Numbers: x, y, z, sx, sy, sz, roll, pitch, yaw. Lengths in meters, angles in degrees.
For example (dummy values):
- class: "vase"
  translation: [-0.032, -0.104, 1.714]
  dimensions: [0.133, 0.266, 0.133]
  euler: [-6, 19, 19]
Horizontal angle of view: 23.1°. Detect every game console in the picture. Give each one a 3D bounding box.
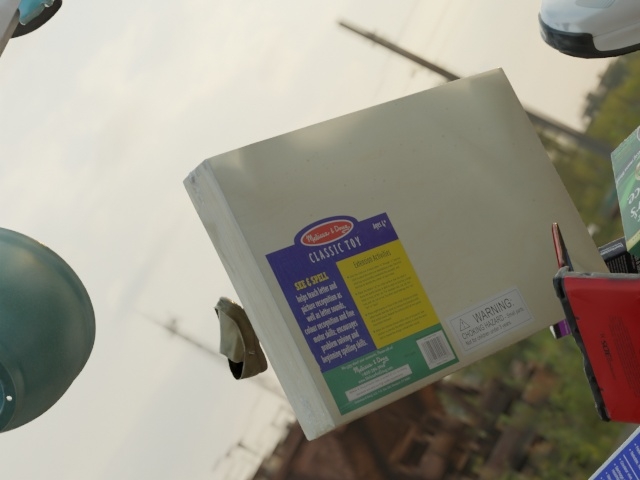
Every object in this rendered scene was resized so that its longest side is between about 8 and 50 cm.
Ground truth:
- class: "game console"
  translation: [0.238, 0.064, 1.228]
  dimensions: [0.085, 0.124, 0.144]
  euler: [-49, -53, -39]

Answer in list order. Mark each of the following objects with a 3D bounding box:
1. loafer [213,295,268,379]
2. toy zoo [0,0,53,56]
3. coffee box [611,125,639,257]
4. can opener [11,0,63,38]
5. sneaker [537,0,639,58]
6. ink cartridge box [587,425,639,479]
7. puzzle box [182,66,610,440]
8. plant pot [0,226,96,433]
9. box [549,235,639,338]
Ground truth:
- class: "loafer"
  translation: [-0.113, 0.138, 2.136]
  dimensions: [0.050, 0.056, 0.148]
  euler: [-42, -48, -23]
- class: "toy zoo"
  translation: [-0.444, -0.311, 1.787]
  dimensions: [0.030, 0.293, 0.192]
  euler: [59, -135, -85]
- class: "coffee box"
  translation: [0.414, -0.074, 1.925]
  dimensions: [0.113, 0.040, 0.184]
  euler: [-48, 27, 38]
- class: "can opener"
  translation: [-0.313, -0.351, 1.943]
  dimensions: [0.283, 0.076, 0.095]
  euler: [-40, -33, -27]
- class: "sneaker"
  translation: [0.384, -0.407, 1.673]
  dimensions: [0.447, 0.169, 0.257]
  euler: [-39, -47, -10]
- class: "ink cartridge box"
  translation: [0.398, 0.336, 1.885]
  dimensions: [0.069, 0.176, 0.371]
  euler: [8, -49, -35]
- class: "puzzle box"
  translation: [0.089, -0.002, 1.521]
  dimensions: [0.409, 0.272, 0.052]
  euler: [-20, -9, -38]
- class: "plant pot"
  translation: [-0.473, 0.153, 2.144]
  dimensions: [0.196, 0.293, 0.293]
  euler: [-78, 9, -60]
- class: "box"
  translation: [0.371, 0.057, 2.072]
  dimensions: [0.162, 0.029, 0.116]
  euler: [-22, -44, 0]
